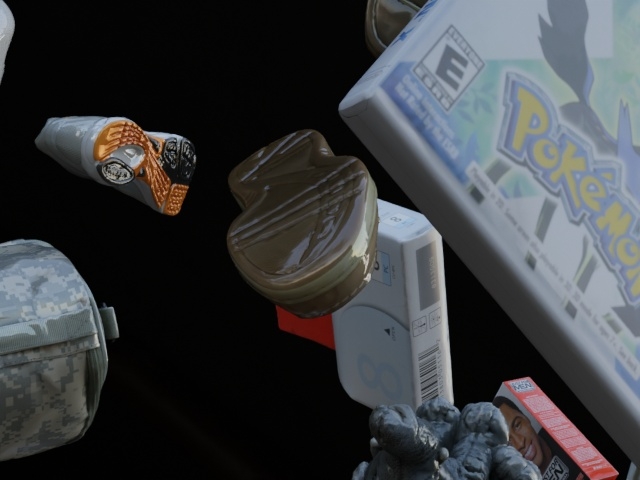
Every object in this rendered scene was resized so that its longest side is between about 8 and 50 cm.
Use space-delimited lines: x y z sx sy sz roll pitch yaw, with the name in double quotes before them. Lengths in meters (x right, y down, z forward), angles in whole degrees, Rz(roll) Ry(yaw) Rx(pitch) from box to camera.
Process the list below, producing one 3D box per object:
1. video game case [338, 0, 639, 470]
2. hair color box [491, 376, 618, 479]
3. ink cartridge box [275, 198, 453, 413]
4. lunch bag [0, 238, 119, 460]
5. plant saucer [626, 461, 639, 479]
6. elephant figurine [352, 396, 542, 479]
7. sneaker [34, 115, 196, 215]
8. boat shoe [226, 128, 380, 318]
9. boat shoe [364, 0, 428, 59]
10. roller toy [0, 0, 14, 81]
"video game case" 0.197 -0.049 0.882 0.329 0.300 0.036 49 -33 -15
"hair color box" 0.223 0.210 1.510 0.043 0.141 0.072 -5 -49 -39
"ink cartridge box" 0.024 0.073 2.251 0.385 0.091 0.308 20 -53 42
"lunch bag" -0.363 0.115 1.444 0.305 0.213 0.256 -11 -6 -20
"plant saucer" 0.281 0.212 1.123 0.100 0.400 0.400 15 -36 9
"elephant figurine" 0.080 0.230 1.306 0.169 0.239 0.186 -34 -96 23
"sneaker" -0.247 -0.105 1.859 0.121 0.099 0.262 17 -7 24
"boat shoe" 0.000 0.000 1.222 0.121 0.341 0.110 -27 -73 4
"boat shoe" 0.125 -0.290 1.530 0.110 0.307 0.104 26 -20 0
"roller toy" -0.453 -0.216 1.736 0.209 0.191 0.146 28 -65 16
